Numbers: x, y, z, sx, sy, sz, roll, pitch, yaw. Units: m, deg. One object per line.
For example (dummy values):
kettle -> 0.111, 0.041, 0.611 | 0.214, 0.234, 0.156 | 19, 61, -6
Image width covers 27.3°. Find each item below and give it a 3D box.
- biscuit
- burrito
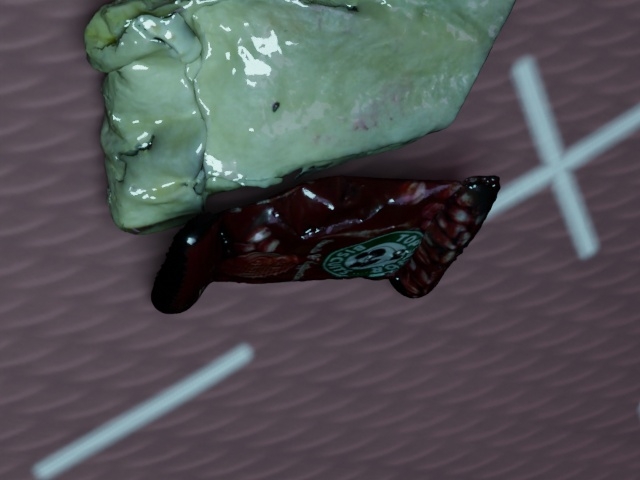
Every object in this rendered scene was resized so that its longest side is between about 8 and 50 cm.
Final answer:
biscuit -> -0.003, 0.003, 0.920 | 0.235, 0.151, 0.063 | -4, 72, -20
burrito -> 0.006, -0.124, 0.887 | 0.347, 0.107, 0.175 | -22, 133, -12
